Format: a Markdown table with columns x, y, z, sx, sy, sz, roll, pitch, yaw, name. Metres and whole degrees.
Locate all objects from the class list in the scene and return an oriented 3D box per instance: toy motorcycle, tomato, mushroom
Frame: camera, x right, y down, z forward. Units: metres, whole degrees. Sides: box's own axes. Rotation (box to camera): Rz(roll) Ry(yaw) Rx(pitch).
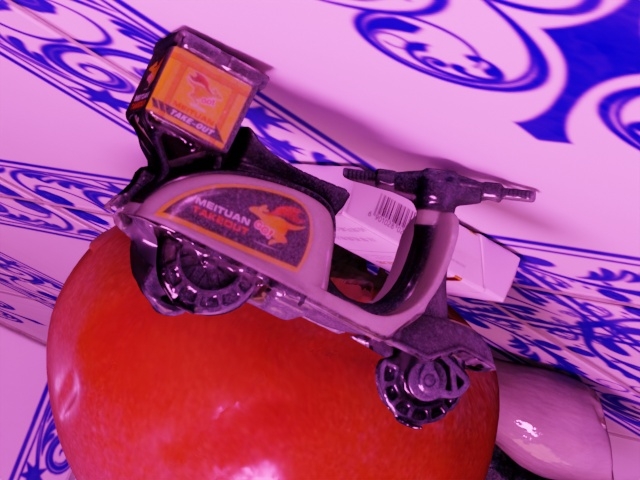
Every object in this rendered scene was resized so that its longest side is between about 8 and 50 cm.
| x | y | z | sx | sy | sz | roll | pitch | yaw | name |
| --- | --- | --- | --- | --- | --- | --- | --- | --- | --- |
| 0.000 | 0.000 | 1.155 | 0.263 | 0.157 | 0.091 | 26 | 171 | -17 | toy motorcycle |
| -0.046 | 0.127 | 1.443 | 0.341 | 0.273 | 0.341 | 21 | -171 | -3 | tomato |
| 0.160 | 0.146 | 1.737 | 0.225 | 0.093 | 0.116 | 16 | -170 | -4 | mushroom |

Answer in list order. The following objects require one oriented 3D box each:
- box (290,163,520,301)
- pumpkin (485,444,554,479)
| x | y | z | sx | sy | sz | roll | pitch | yaw | name |
| --- | --- | --- | --- | --- | --- | --- | --- | --- | --- |
| 0.051 | -0.004 | 1.335 | 0.154 | 0.040 | 0.084 | 27 | 165 | -35 | box |
| 0.142 | 0.223 | 1.845 | 0.233 | 0.163 | 0.233 | 23 | -155 | -11 | pumpkin |
